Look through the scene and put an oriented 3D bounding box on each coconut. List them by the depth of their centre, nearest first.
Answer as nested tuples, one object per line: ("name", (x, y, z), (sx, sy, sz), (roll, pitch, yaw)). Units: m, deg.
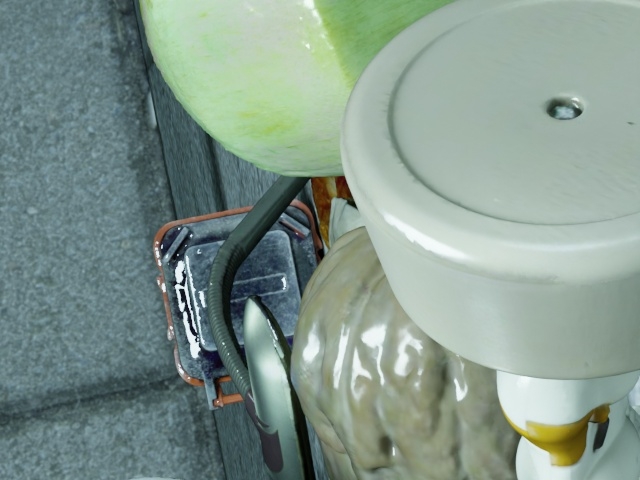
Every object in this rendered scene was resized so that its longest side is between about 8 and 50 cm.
("coconut", (0.013, -0.150, 1.075), (0.204, 0.236, 0.236), (41, -163, -37))

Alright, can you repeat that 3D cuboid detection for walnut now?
("walnut", (0.075, 0.091, 1.064), (0.178, 0.178, 0.230), (-126, 16, -68))

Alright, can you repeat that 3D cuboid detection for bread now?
("bread", (0.034, -0.037, 1.475), (0.136, 0.054, 0.154), (-131, 25, -60))

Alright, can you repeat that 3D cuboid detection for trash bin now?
("trash bin", (-0.071, 0.068, 1.928), (0.238, 0.161, 0.184), (106, 153, -85))

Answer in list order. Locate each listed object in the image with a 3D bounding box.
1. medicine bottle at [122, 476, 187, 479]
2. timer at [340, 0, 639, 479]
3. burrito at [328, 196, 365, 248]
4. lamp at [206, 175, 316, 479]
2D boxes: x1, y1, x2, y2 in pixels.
("medicine bottle", (-0.013, 0.265, 1.144), (0.384, 0.224, 0.224), (36, -146, -58))
("timer", (0.110, 0.043, 0.830), (0.175, 0.175, 0.266), (-111, 8, -47))
("burrito", (0.068, 0.157, 1.410), (0.117, 0.076, 0.392), (-162, 60, -70))
("lamp", (-0.007, -0.001, 1.213), (0.203, 0.124, 0.283), (96, -163, -62))
